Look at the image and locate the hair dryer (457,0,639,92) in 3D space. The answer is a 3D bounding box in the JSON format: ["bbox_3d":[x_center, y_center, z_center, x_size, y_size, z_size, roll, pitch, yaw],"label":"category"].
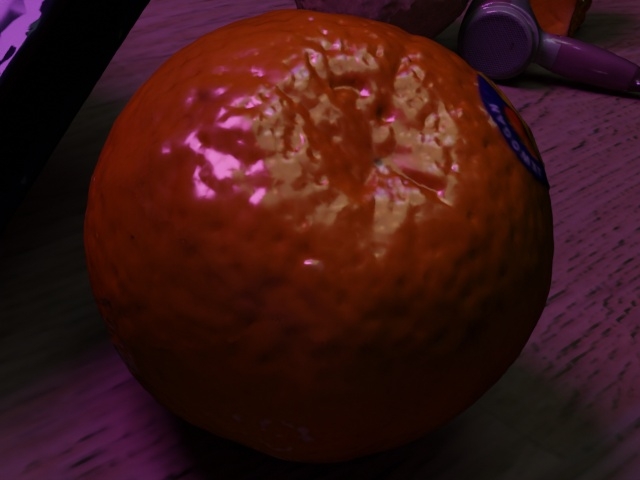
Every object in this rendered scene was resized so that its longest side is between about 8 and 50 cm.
[{"bbox_3d":[0.172,-0.129,0.928,0.154,0.054,0.106,25,26,2],"label":"hair dryer"}]

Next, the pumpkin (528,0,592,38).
[{"bbox_3d":[0.179,-0.196,0.997,0.054,0.083,0.074,25,28,13],"label":"pumpkin"}]

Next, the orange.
[{"bbox_3d":[0.000,-0.002,0.510,0.178,0.155,0.177,13,62,-26],"label":"orange"}]

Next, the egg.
[{"bbox_3d":[0.044,-0.183,0.885,0.140,0.116,0.118,-16,6,-33],"label":"egg"}]

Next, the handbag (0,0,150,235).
[{"bbox_3d":[-0.230,-0.134,0.554,0.303,0.122,0.329,25,70,7],"label":"handbag"}]
